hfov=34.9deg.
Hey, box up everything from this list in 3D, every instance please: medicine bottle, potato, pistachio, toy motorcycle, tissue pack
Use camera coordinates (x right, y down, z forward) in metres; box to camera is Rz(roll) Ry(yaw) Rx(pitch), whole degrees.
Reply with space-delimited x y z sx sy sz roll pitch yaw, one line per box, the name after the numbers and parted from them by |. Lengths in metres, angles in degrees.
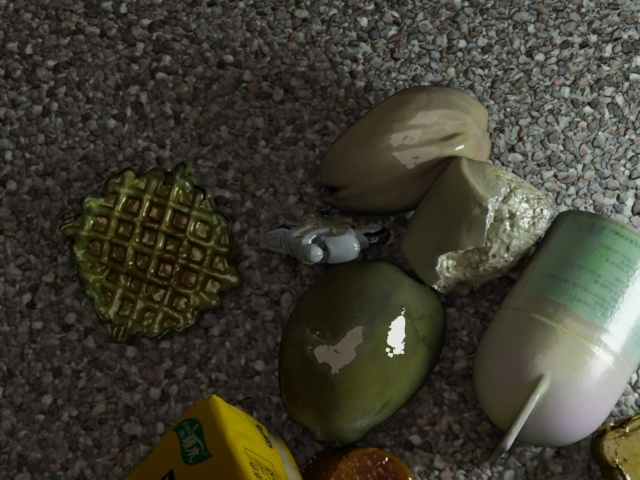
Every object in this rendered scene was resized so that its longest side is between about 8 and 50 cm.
0.385 0.176 1.643 0.236 0.236 0.406 31 76 11 | medicine bottle
0.062 0.170 1.657 0.326 0.243 0.221 -42 37 -26 | potato
0.141 -0.154 1.784 0.332 0.226 0.208 -27 117 9 | pistachio
0.000 0.000 1.749 0.229 0.151 0.074 6 116 30 | toy motorcycle
-0.139 0.463 1.479 0.293 0.228 0.382 -46 38 9 | tissue pack

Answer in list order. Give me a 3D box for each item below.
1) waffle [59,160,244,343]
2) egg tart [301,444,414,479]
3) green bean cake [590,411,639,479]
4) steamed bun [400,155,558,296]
-0.297 0.019 1.814 0.297 0.073 0.317 -28 81 0 | waffle
0.066 0.417 1.620 0.215 0.171 0.215 5 64 -10 | egg tart
0.568 0.371 1.630 0.224 0.131 0.229 -24 76 -2 | green bean cake
0.250 -0.005 1.673 0.200 0.170 0.225 30 113 -6 | steamed bun
